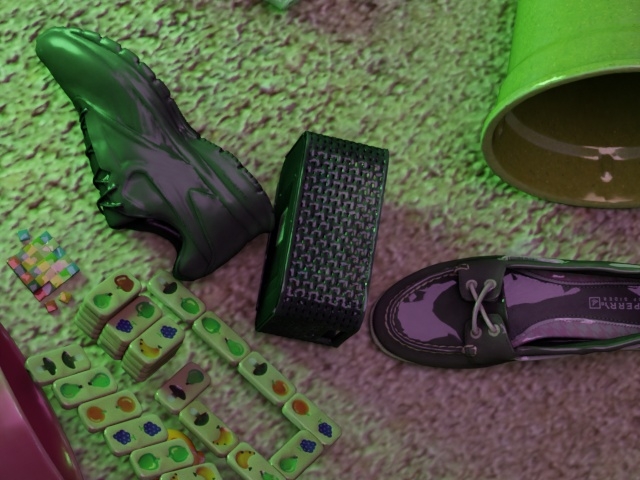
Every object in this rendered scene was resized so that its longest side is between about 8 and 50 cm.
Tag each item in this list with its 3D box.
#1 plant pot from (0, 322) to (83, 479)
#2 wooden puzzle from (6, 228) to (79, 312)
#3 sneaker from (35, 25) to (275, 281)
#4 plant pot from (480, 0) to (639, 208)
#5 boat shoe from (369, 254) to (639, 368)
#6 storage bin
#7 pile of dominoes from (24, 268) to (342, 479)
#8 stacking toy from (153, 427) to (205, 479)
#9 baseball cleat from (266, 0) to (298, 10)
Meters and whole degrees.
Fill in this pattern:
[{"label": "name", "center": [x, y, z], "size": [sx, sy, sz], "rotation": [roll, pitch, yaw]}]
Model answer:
[{"label": "plant pot", "center": [-0.326, 0.183, 1.598], "size": [0.180, 0.201, 0.201], "rotation": [-29, 84, -2]}, {"label": "wooden puzzle", "center": [-0.261, 0.025, 1.738], "size": [0.049, 0.006, 0.083], "rotation": [-40, 88, -19]}, {"label": "sneaker", "center": [-0.176, -0.083, 1.737], "size": [0.130, 0.109, 0.286], "rotation": [-44, 86, -11]}, {"label": "plant pot", "center": [0.294, -0.205, 1.809], "size": [0.276, 0.276, 0.253], "rotation": [7, 64, -11]}, {"label": "boat shoe", "center": [0.218, 0.062, 1.792], "size": [0.335, 0.095, 0.112], "rotation": [-1, 77, -14]}, {"label": "storage bin", "center": [0.000, 0.000, 1.743], "size": [0.084, 0.122, 0.180], "rotation": [11, 74, -10]}, {"label": "pile of dominoes", "center": [-0.118, 0.135, 1.671], "size": [0.251, 0.040, 0.196], "rotation": [41, 46, 8]}, {"label": "stacking toy", "center": [-0.107, 0.307, 1.640], "size": [0.175, 0.165, 0.301], "rotation": [-6, 63, -26]}, {"label": "baseball cleat", "center": [-0.078, -0.274, 1.822], "size": [0.206, 0.072, 0.109], "rotation": [-15, 87, -12]}]
